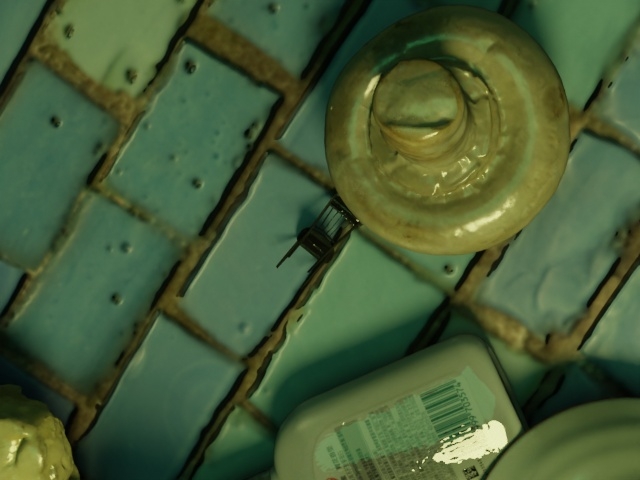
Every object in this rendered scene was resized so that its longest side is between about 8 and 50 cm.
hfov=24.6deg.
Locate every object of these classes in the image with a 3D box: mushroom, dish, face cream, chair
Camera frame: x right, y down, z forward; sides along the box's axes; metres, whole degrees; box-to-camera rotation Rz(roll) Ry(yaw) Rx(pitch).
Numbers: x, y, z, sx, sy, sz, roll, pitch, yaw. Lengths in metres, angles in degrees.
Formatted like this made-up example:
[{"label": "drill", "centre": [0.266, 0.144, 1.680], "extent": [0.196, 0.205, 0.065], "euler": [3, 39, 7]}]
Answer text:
[{"label": "mushroom", "centre": [0.110, -0.090, 1.193], "extent": [0.206, 0.209, 0.206], "euler": [0, 89, -16]}, {"label": "dish", "centre": [0.259, 0.267, 1.234], "extent": [0.260, 0.085, 0.260], "euler": [-1, 104, -3]}, {"label": "face cream", "centre": [0.037, 0.196, 1.297], "extent": [0.291, 0.071, 0.144], "euler": [-26, 96, 10]}, {"label": "chair", "centre": [0.000, 0.000, 1.300], "extent": [0.037, 0.042, 0.086], "euler": [41, 66, 1]}]

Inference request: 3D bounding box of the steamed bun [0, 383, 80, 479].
[{"label": "steamed bun", "centre": [-0.335, 0.229, 1.332], "extent": [0.296, 0.137, 0.292], "euler": [-6, 97, 16]}]
